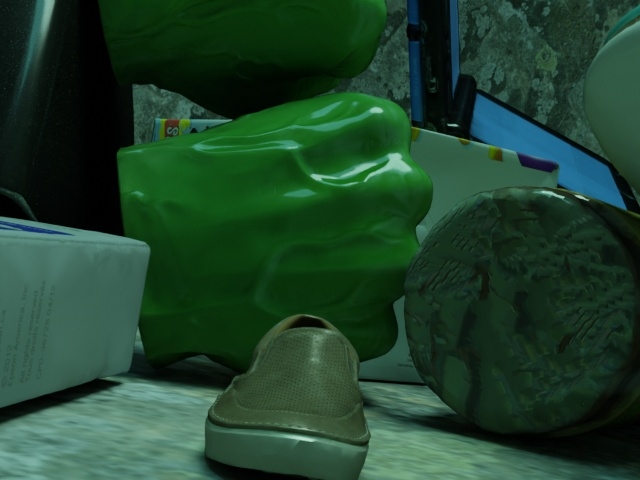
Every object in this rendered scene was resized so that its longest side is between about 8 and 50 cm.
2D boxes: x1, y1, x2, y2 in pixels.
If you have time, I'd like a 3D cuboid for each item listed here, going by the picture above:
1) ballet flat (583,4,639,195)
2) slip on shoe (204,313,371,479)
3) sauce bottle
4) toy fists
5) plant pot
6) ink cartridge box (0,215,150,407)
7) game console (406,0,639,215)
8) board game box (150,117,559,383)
[{"bbox_3d":[0.259,0.023,0.522,0.139,0.139,0.400,9,-13,46],"label":"ballet flat"},{"bbox_3d":[-0.007,0.049,0.369,0.051,0.041,0.135,9,0,5],"label":"slip on shoe"},{"bbox_3d":[0.169,0.041,0.600,0.111,0.112,0.344,9,1,34],"label":"sauce bottle"},{"bbox_3d":[-0.028,-0.068,0.559,0.142,0.279,0.096,-9,-20,-2],"label":"toy fists"},{"bbox_3d":[-0.189,-0.071,0.577,0.188,0.167,0.187,10,-22,9],"label":"plant pot"},{"bbox_3d":[-0.183,0.010,0.300,0.175,0.069,0.371,9,-2,8],"label":"ink cartridge box"},{"bbox_3d":[0.164,-0.144,0.888,0.173,0.250,0.293,-1,15,9],"label":"game console"},{"bbox_3d":[0.000,0.000,0.747,0.144,0.142,0.275,9,0,-35],"label":"board game box"}]
